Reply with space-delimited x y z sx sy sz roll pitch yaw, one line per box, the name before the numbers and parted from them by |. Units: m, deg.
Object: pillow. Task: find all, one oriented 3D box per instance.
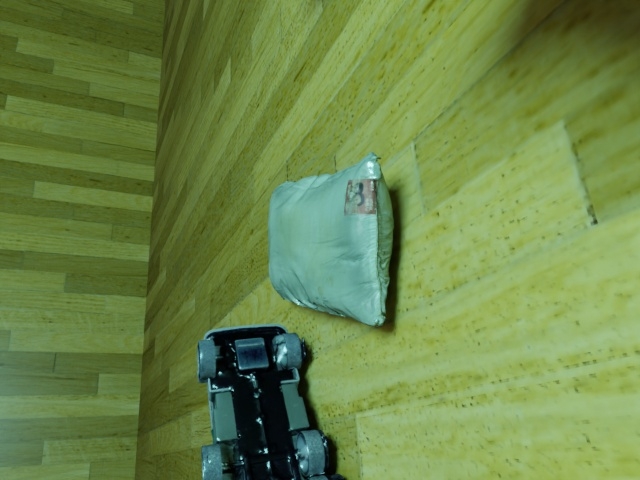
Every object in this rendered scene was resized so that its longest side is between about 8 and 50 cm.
pillow | 0.000 0.000 0.479 0.229 0.051 0.128 179 89 -67

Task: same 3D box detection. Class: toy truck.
toy truck | -0.054 0.202 0.479 0.253 0.114 0.124 -110 25 -45
